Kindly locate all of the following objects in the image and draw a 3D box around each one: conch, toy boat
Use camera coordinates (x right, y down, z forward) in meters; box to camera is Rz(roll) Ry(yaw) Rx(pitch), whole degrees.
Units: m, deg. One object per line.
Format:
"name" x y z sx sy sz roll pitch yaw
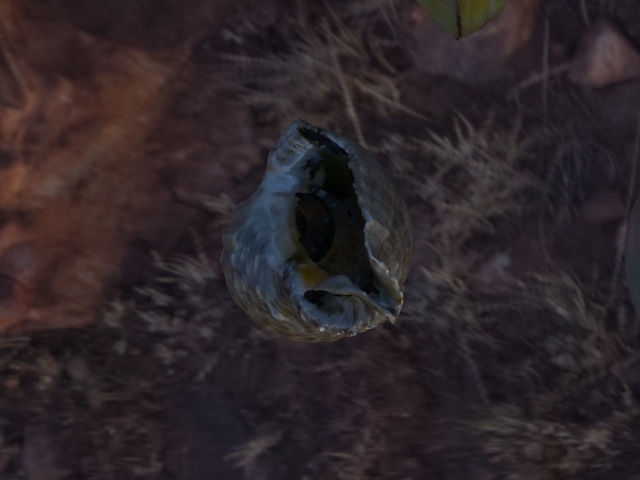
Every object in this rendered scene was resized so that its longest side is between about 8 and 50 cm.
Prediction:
"conch" 0.000 0.000 1.132 0.130 0.207 0.155 -20 108 -10
"toy boat" 0.087 -0.162 0.975 0.066 0.172 0.065 -44 78 -6

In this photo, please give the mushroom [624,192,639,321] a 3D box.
"mushroom" 0.308 0.031 0.992 0.243 0.243 0.244 -2 83 13
